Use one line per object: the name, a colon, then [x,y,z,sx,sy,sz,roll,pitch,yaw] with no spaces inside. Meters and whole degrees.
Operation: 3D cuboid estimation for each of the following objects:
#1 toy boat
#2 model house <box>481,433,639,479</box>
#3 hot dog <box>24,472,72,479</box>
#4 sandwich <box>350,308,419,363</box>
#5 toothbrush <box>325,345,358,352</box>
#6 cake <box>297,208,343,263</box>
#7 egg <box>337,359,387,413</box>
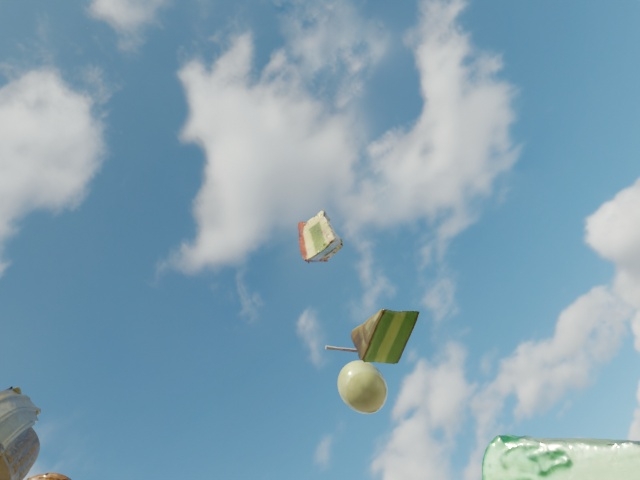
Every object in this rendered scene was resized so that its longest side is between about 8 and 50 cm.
toy boat: [-0.398,0.251,0.503,0.089,0.310,0.115,-37,-88,-26]
model house: [0.410,0.409,0.605,0.325,0.267,0.194,39,-132,-40]
hot dog: [-0.838,0.785,1.259,0.226,0.099,0.161,-22,-63,-17]
sandwich: [0.105,0.139,0.714,0.074,0.074,0.117,8,-62,-17]
toothbrush: [0.111,0.343,1.312,0.194,0.014,0.017,11,-93,-8]
cake: [-0.011,-0.016,0.967,0.086,0.117,0.220,-35,-9,7]
egg: [0.173,0.593,1.704,0.188,0.188,0.254,-39,-54,-7]
